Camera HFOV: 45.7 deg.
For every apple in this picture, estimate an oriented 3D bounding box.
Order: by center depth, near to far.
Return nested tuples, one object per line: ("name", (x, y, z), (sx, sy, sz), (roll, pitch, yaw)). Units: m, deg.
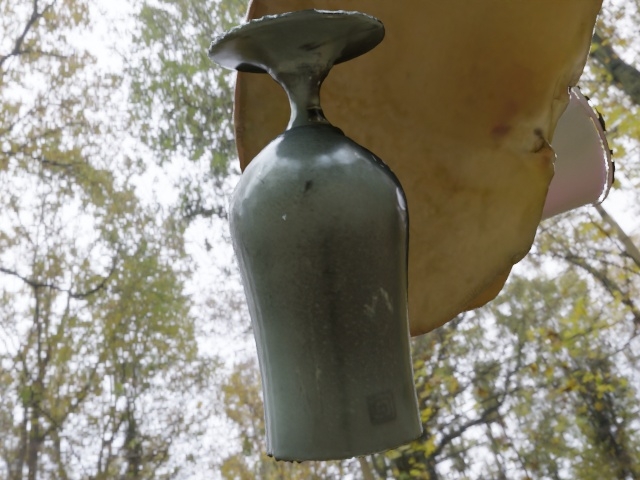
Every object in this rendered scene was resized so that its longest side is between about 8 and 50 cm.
("apple", (0.075, -0.101, 0.594), (0.314, 0.252, 0.308), (-13, -54, -53))

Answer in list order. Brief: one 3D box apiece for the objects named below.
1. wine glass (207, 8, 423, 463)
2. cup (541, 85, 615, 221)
("wine glass", (0.000, 0.000, 0.425), (0.103, 0.230, 0.103), (-6, -3, 0))
("cup", (0.270, -0.113, 1.188), (0.274, 0.253, 0.253), (-27, -43, -9))
